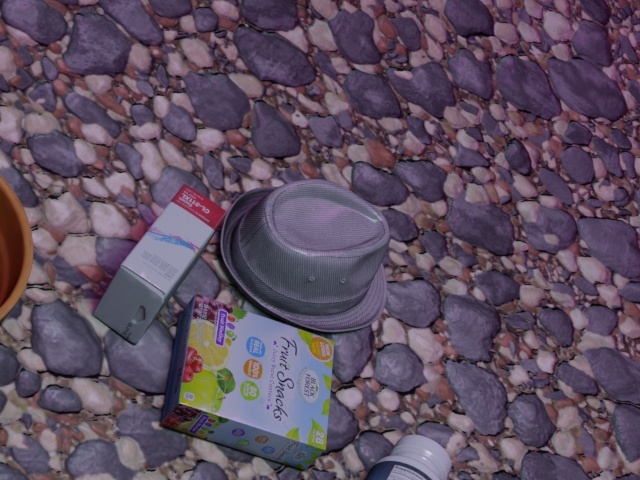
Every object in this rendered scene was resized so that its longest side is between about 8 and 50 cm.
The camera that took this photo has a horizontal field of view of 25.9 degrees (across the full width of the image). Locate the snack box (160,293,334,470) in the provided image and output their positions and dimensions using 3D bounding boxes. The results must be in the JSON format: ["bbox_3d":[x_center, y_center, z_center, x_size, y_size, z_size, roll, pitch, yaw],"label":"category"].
[{"bbox_3d":[-0.090,0.183,1.811,0.207,0.070,0.175,21,48,-19],"label":"snack box"}]

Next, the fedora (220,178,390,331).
[{"bbox_3d":[0.000,0.000,1.964,0.275,0.124,0.244,11,53,-24],"label":"fedora"}]

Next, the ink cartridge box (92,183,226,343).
[{"bbox_3d":[-0.209,0.030,1.813,0.072,0.127,0.175,35,46,-2],"label":"ink cartridge box"}]

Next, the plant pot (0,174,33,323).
[{"bbox_3d":[-0.497,0.040,1.582,0.290,0.203,0.291,16,51,-21],"label":"plant pot"}]

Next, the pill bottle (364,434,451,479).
[{"bbox_3d":[0.099,0.339,1.782,0.108,0.108,0.180,37,46,-2],"label":"pill bottle"}]
